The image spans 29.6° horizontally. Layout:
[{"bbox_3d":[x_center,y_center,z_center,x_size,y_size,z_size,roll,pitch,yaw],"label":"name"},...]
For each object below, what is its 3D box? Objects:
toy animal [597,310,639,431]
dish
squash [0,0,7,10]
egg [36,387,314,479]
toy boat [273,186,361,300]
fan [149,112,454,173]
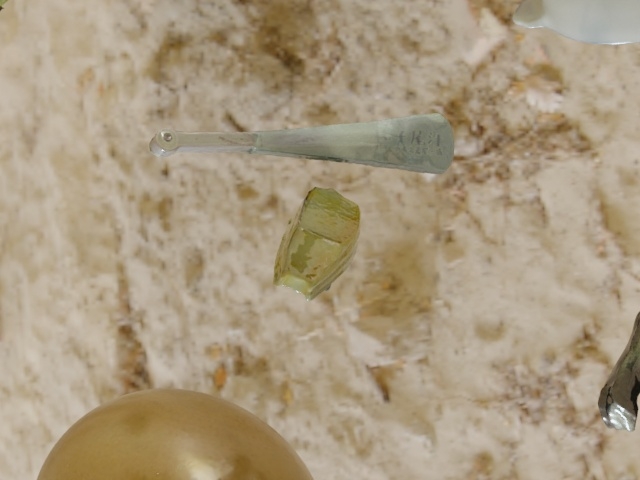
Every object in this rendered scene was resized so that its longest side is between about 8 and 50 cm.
[{"bbox_3d":[0.273,0.124,0.847,0.094,0.121,0.225,2,125,50],"label":"toy animal"},{"bbox_3d":[0.279,-0.277,1.093,0.228,0.236,0.086,49,169,52],"label":"dish"},{"bbox_3d":[-0.430,-0.372,1.361,0.260,0.189,0.189,112,143,-73],"label":"squash"},{"bbox_3d":[-0.132,0.266,1.141,0.322,0.250,0.250,-1,92,49],"label":"egg"},{"bbox_3d":[0.000,0.000,1.032,0.065,0.172,0.066,22,118,3],"label":"toy boat"},{"bbox_3d":[-0.010,-0.089,1.061,0.023,0.282,0.057,162,107,-68],"label":"fan"}]
